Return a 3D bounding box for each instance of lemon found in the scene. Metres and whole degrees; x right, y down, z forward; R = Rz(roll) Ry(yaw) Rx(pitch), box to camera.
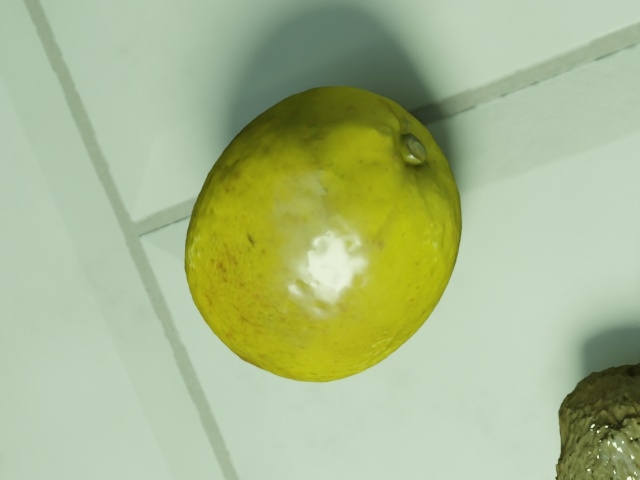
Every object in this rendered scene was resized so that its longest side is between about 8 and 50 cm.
[{"bbox_3d":[0.000,0.000,0.842,0.170,0.170,0.207,43,126,10],"label":"lemon"}]

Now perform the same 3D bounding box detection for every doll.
[{"bbox_3d":[0.200,0.138,0.809,0.115,0.105,0.221,8,110,28],"label":"doll"}]
